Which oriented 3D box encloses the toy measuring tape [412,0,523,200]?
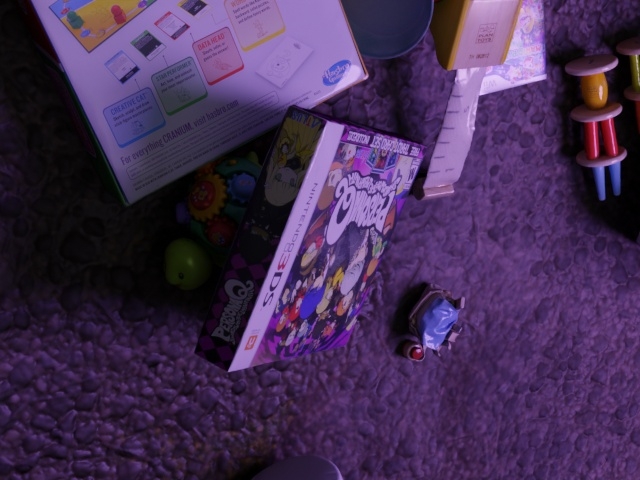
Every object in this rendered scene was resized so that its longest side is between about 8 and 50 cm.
[{"bbox_3d":[0.118,-0.197,0.960,0.121,0.121,0.330,-10,132,-26],"label":"toy measuring tape"}]

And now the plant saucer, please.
[{"bbox_3d":[0.047,-0.215,0.899,0.021,0.119,0.119,-43,126,-46],"label":"plant saucer"}]

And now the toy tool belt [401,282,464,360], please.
[{"bbox_3d":[0.114,0.088,1.052,0.052,0.051,0.083,22,94,-31],"label":"toy tool belt"}]

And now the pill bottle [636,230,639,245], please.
[{"bbox_3d":[0.496,-0.139,1.090,0.224,0.224,0.392,22,93,-32],"label":"pill bottle"}]

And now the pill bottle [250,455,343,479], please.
[{"bbox_3d":[0.004,0.329,1.019,0.131,0.131,0.229,-28,116,-19],"label":"pill bottle"}]

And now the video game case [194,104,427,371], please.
[{"bbox_3d":[0.000,0.000,0.892,0.232,0.042,0.210,2,112,-66],"label":"video game case"}]

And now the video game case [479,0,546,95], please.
[{"bbox_3d":[0.181,-0.209,1.022,0.087,0.011,0.122,-17,112,-24],"label":"video game case"}]

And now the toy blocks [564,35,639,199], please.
[{"bbox_3d":[0.318,-0.127,1.096,0.123,0.054,0.148,-22,114,-21],"label":"toy blocks"}]

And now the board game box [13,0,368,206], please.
[{"bbox_3d":[-0.121,-0.222,0.824,0.242,0.064,0.317,-30,117,-18],"label":"board game box"}]

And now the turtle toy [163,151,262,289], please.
[{"bbox_3d":[-0.086,-0.017,0.881,0.066,0.095,0.130,22,94,-52],"label":"turtle toy"}]
